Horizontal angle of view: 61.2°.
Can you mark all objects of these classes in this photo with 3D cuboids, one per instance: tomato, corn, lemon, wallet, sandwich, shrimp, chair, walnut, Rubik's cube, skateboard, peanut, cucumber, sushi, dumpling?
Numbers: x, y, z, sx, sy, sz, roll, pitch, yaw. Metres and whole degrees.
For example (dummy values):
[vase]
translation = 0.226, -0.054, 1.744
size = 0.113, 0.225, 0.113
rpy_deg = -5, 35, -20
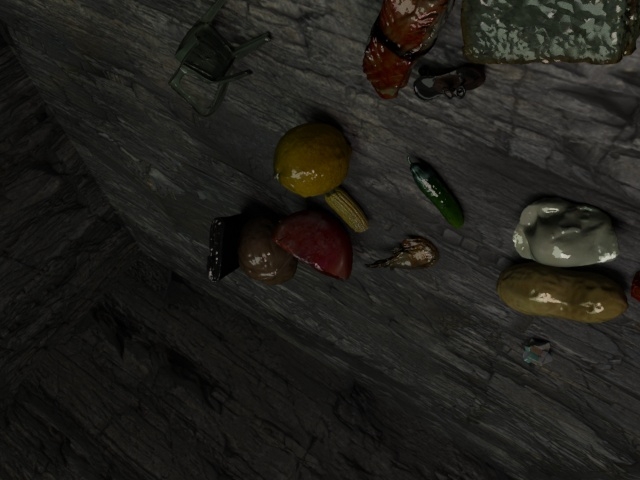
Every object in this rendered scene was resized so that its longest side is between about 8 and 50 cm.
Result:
[tomato]
translation = 0.000, -0.006, 1.810
size = 0.308, 0.170, 0.309
rpy_deg = 26, -171, -4
[corn]
translation = 0.084, -0.094, 1.669
size = 0.085, 0.063, 0.165
rpy_deg = -13, 127, 47
[lemon]
translation = -0.023, -0.215, 1.436
size = 0.192, 0.231, 0.192
rpy_deg = 158, 90, -77
[wallet]
translation = -0.348, 0.017, 2.051
size = 0.062, 0.229, 0.406
rpy_deg = 8, -175, 3
[sandwich]
translation = 0.316, -0.410, 0.762
size = 0.262, 0.131, 0.325
rpy_deg = 18, 147, 38
[shrimp]
translation = 0.246, 0.038, 1.687
size = 0.262, 0.066, 0.117
rpy_deg = -4, 119, 36
[chair]
translation = -0.263, -0.451, 1.368
size = 0.190, 0.203, 0.274
rpy_deg = 38, 152, -28
[walnut]
translation = -0.198, 0.037, 2.029
size = 0.226, 0.273, 0.273
rpy_deg = -6, 152, -7
[Rubik's cube]
translation = 0.659, 0.339, 1.639
size = 0.084, 0.075, 0.073
rpy_deg = 6, 159, 25
[skateboard]
translation = 0.250, -0.309, 1.075
size = 0.151, 0.080, 0.067
rpy_deg = 5, 134, 45
[peanut]
translation = 0.573, 0.127, 1.323
size = 0.318, 0.147, 0.148
rpy_deg = 9, 143, 49
[cucumber]
translation = 0.295, -0.119, 1.365
size = 0.250, 0.056, 0.056
rpy_deg = 45, 154, -22
[sushi]
translation = 0.159, -0.398, 1.006
size = 0.124, 0.130, 0.332
rpy_deg = 32, 160, 1
[dumpling]
translation = 0.530, -0.019, 1.183
size = 0.228, 0.124, 0.151
rpy_deg = 5, 103, 41

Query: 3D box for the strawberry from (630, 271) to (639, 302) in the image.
[strawberry]
translation = 0.763, 0.111, 1.089
size = 0.188, 0.106, 0.286
rpy_deg = 44, 154, -10
